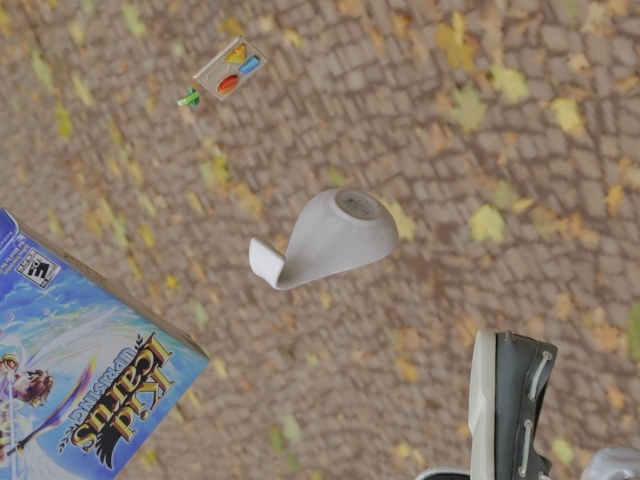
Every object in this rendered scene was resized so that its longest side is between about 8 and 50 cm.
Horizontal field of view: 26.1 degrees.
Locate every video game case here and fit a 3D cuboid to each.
[{"bbox_3d":[-0.272,0.144,1.242,0.244,0.269,0.061,39,180,-38],"label":"video game case"}]

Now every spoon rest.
[{"bbox_3d":[0.000,0.000,1.861,0.137,0.276,0.084,38,126,22],"label":"spoon rest"}]

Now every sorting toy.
[{"bbox_3d":[-0.088,-0.143,1.232,0.012,0.083,0.062,53,-171,26],"label":"sorting toy"}]

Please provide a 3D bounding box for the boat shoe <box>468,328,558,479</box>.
[{"bbox_3d":[0.211,0.242,1.467,0.116,0.099,0.319,96,178,-59],"label":"boat shoe"}]

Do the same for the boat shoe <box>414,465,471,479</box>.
[{"bbox_3d":[0.244,0.379,1.685,0.303,0.091,0.114,26,117,0],"label":"boat shoe"}]

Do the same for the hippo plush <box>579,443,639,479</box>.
[{"bbox_3d":[0.398,0.225,1.273,0.234,0.236,0.294,33,-170,-21],"label":"hippo plush"}]
